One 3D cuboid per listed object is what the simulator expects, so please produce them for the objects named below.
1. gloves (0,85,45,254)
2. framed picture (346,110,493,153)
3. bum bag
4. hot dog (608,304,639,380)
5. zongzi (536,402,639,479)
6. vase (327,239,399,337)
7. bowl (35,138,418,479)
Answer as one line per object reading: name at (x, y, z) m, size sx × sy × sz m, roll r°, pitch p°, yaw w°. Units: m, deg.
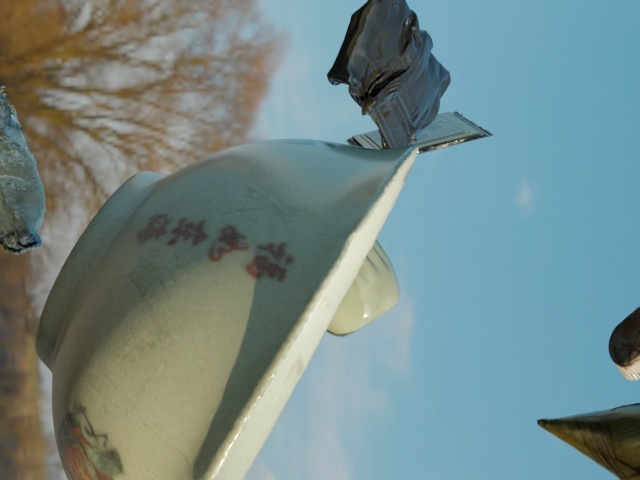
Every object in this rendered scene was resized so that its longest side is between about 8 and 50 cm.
gloves at (-0.298, -0.062, 1.127) m, size 0.114 × 0.070 × 0.153 m, roll -146°, pitch -145°, yaw -74°
framed picture at (0.151, -0.165, 1.913) m, size 0.195 × 0.199 × 0.010 m, roll -125°, pitch -159°, yaw -69°
bum bag at (0.073, -0.167, 1.244) m, size 0.123 × 0.060 × 0.248 m, roll -62°, pitch 160°, yaw -9°
hot dog at (0.567, 0.133, 1.976) m, size 0.253 × 0.069 × 0.131 m, roll -46°, pitch -146°, yaw 35°
zongzi at (0.402, 0.291, 1.338) m, size 0.138 × 0.300 × 0.286 m, roll 78°, pitch 9°, yaw -53°
vase at (0.000, 0.000, 1.578) m, size 0.248 × 0.128 × 0.128 m, roll 58°, pitch -20°, yaw 3°
bowl at (-0.106, 0.066, 1.004) m, size 0.435 × 0.196 × 0.435 m, roll -61°, pitch 176°, yaw -7°
